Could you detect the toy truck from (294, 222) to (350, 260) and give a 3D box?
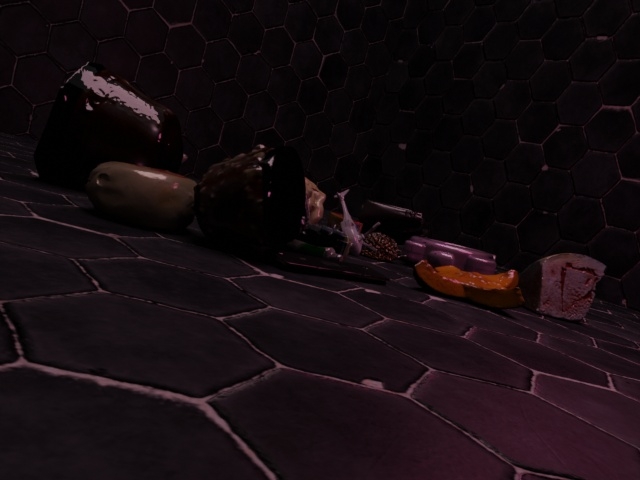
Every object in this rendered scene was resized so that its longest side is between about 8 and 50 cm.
[{"bbox_3d":[0.000,0.000,1.628,0.191,0.085,0.116,19,-3,25],"label":"toy truck"}]

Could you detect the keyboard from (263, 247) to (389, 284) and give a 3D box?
[{"bbox_3d":[0.018,0.064,1.342,0.317,0.027,0.106,11,11,-37],"label":"keyboard"}]

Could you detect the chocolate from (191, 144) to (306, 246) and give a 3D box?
[{"bbox_3d":[-0.171,-0.100,1.346,0.210,0.225,0.340,-4,19,13],"label":"chocolate"}]

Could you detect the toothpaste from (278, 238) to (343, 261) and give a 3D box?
[{"bbox_3d":[-0.048,0.020,1.499,0.248,0.046,0.078,16,12,33],"label":"toothpaste"}]

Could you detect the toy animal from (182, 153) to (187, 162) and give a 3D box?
[{"bbox_3d":[-0.642,-0.308,2.037,0.308,0.188,0.266,51,35,-11],"label":"toy animal"}]

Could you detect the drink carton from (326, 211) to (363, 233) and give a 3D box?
[{"bbox_3d":[0.086,-0.045,2.227,0.071,0.096,0.223,13,6,-16],"label":"drink carton"}]

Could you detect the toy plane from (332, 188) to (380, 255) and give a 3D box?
[{"bbox_3d":[0.100,-0.069,1.930,0.182,0.273,0.107,-10,-26,27],"label":"toy plane"}]

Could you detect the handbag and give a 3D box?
[{"bbox_3d":[0.289,-0.051,2.249,0.257,0.113,0.285,5,-21,17],"label":"handbag"}]

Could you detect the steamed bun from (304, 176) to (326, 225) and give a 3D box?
[{"bbox_3d":[-0.131,-0.114,1.864,0.276,0.203,0.289,23,16,-21],"label":"steamed bun"}]

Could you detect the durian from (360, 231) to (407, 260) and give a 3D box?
[{"bbox_3d":[0.208,0.018,1.973,0.189,0.091,0.148,18,6,7],"label":"durian"}]

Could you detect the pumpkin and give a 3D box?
[{"bbox_3d":[0.397,0.111,1.558,0.290,0.095,0.258,13,9,11],"label":"pumpkin"}]

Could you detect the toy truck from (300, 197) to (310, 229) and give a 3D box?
[{"bbox_3d":[-0.139,-0.063,1.554,0.216,0.110,0.116,-9,-12,-5],"label":"toy truck"}]

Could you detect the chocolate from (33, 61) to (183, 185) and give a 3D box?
[{"bbox_3d":[-0.586,-0.281,1.709,0.331,0.383,0.383,29,5,-5],"label":"chocolate"}]

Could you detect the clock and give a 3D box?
[{"bbox_3d":[0.460,0.068,2.065,0.322,0.113,0.295,15,5,13],"label":"clock"}]

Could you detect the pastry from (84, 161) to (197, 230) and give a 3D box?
[{"bbox_3d":[-0.410,-0.107,1.351,0.265,0.133,0.265,11,4,-1],"label":"pastry"}]

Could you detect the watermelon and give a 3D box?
[{"bbox_3d":[0.709,0.170,1.754,0.213,0.201,0.261,13,-37,-15],"label":"watermelon"}]
